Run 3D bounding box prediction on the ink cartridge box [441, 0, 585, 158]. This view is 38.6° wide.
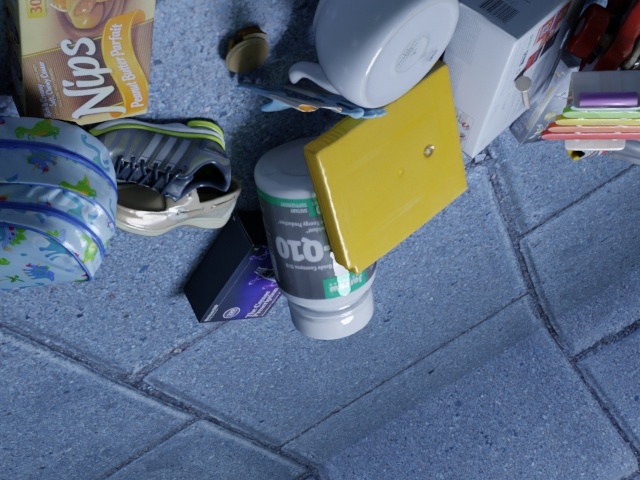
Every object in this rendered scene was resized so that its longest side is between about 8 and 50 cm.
[{"bbox_3d":[0.347,-0.352,1.690,0.272,0.130,0.309,-40,159,-29],"label":"ink cartridge box"}]

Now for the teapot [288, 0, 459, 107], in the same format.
[{"bbox_3d":[0.081,-0.350,1.427,0.256,0.187,0.252,-38,160,-15],"label":"teapot"}]

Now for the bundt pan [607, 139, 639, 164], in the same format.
[{"bbox_3d":[0.770,-0.312,2.037,0.331,0.124,0.331,-50,156,-32],"label":"bundt pan"}]

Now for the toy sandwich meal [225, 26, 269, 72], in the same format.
[{"bbox_3d":[-0.121,-0.306,1.473,0.085,0.029,0.085,-23,156,-11],"label":"toy sandwich meal"}]

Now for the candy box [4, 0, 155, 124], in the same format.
[{"bbox_3d":[-0.326,-0.293,1.238,0.183,0.087,0.316,-15,149,-24],"label":"candy box"}]

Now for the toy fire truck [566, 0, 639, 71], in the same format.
[{"bbox_3d":[0.577,-0.432,1.692,0.254,0.169,0.302,-69,-175,-61],"label":"toy fire truck"}]

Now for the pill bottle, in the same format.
[{"bbox_3d":[0.000,0.000,1.760,0.204,0.204,0.361,-21,125,-16],"label":"pill bottle"}]

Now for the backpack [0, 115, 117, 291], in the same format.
[{"bbox_3d":[-0.459,-0.049,1.269,0.355,0.273,0.290,-16,148,-7],"label":"backpack"}]

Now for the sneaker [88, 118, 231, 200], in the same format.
[{"bbox_3d":[-0.275,-0.128,1.513,0.300,0.121,0.111,-10,145,-32],"label":"sneaker"}]

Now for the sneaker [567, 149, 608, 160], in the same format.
[{"bbox_3d":[0.605,-0.248,2.059,0.093,0.088,0.225,-24,149,-1],"label":"sneaker"}]

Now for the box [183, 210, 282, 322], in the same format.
[{"bbox_3d":[-0.149,0.057,1.951,0.184,0.103,0.261,1,139,-40],"label":"box"}]

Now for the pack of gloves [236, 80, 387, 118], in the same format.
[{"bbox_3d":[-0.018,-0.219,1.510,0.195,0.232,0.046,0,108,-35],"label":"pack of gloves"}]

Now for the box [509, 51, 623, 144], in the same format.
[{"bbox_3d":[0.551,-0.322,2.039,0.183,0.056,0.231,-12,146,-31],"label":"box"}]

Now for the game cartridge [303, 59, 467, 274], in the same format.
[{"bbox_3d":[0.126,-0.128,1.640,0.324,0.053,0.285,-36,131,-24],"label":"game cartridge"}]

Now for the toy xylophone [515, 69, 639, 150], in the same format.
[{"bbox_3d":[0.479,-0.236,1.658,0.236,0.081,0.323,0,172,21],"label":"toy xylophone"}]

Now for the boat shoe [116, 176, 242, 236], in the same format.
[{"bbox_3d":[-0.264,-0.078,1.629,0.302,0.109,0.098,-2,136,-50],"label":"boat shoe"}]
